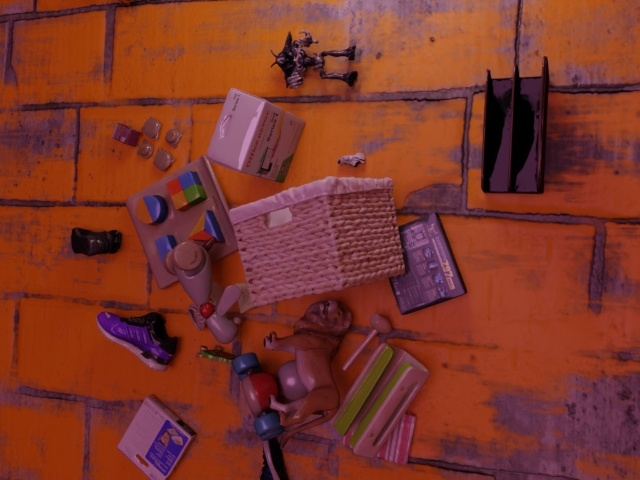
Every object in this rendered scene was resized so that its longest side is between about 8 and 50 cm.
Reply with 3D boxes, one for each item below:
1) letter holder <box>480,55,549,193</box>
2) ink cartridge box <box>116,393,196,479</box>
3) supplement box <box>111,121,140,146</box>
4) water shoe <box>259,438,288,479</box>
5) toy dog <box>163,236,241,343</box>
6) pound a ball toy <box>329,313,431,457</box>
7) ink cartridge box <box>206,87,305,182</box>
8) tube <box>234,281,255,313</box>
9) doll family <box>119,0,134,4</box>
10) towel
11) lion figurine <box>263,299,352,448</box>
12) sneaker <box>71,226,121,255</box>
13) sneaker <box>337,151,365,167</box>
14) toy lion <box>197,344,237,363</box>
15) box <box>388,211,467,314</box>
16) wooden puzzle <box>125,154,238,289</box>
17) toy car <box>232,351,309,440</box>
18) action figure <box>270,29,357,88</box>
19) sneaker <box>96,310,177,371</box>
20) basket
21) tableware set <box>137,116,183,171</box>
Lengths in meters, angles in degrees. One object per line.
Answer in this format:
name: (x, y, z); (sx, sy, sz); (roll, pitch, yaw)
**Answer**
letter holder: (0.473, -0.274, 1.470); (0.151, 0.214, 0.302); (3, 90, 20)
ink cartridge box: (-0.523, 0.637, 1.914); (0.206, 0.045, 0.208); (35, 100, 17)
supplement box: (-0.638, -0.347, 1.971); (0.083, 0.043, 0.055); (26, 97, 30)
water shoe: (-0.149, 0.677, 1.760); (0.080, 0.073, 0.203); (-20, 82, 21)
toy dog: (-0.323, 0.124, 1.778); (0.220, 0.161, 0.334); (20, 136, 50)
pound a ball toy: (0.157, 0.387, 1.619); (0.208, 0.135, 0.319); (38, 97, 48)
ink cartridge box: (-0.173, -0.283, 1.677); (0.117, 0.278, 0.202); (23, 97, 20)
tube: (-0.149, 0.144, 1.783); (0.240, 0.062, 0.070); (-18, 39, 24)
doll family: (-0.652, -0.868, 1.972); (0.262, 0.118, 0.163); (20, 90, 2)
towel: (0.160, 0.526, 1.674); (0.196, 0.029, 0.144); (12, 93, 23)
lion figurine: (-0.017, 0.345, 1.603); (0.240, 0.142, 0.393); (3, 64, -18)
sneaker: (-0.745, 0.004, 1.997); (0.227, 0.130, 0.087); (8, 97, 48)
sneaker: (0.087, -0.224, 1.710); (0.083, 0.032, 0.037); (-12, 85, 20)
toy lion: (-0.304, 0.349, 1.813); (0.096, 0.100, 0.034); (20, 94, 39)
box: (0.268, 0.064, 1.622); (0.183, 0.059, 0.233); (-23, 81, 19)
wooden puzzle: (-0.443, -0.056, 1.880); (0.347, 0.080, 0.322); (-28, 80, 18)
toy car: (-0.099, 0.415, 1.715); (0.237, 0.210, 0.219); (-20, 66, -9)
action figure: (-0.037, -0.511, 1.707); (0.275, 0.141, 0.164); (9, 104, 19)
sneaker: (-0.572, 0.280, 1.918); (0.293, 0.102, 0.146); (30, 95, 14)
basket: (0.000, 0.000, 1.550); (0.328, 0.331, 0.267); (-14, 86, 36)
tableware set: (-0.526, -0.313, 1.948); (0.168, 0.020, 0.141); (29, 98, 20)
